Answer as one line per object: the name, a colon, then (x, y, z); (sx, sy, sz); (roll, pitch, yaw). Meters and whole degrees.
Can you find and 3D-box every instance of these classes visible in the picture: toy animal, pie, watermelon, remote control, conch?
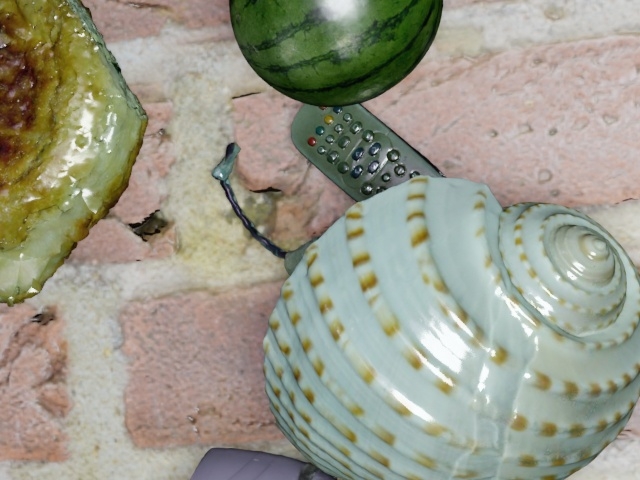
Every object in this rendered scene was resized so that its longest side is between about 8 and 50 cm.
toy animal: (-0.007, 0.006, 1.378); (0.253, 0.070, 0.079); (30, 61, 25)
pie: (-0.329, -0.119, 1.439); (0.288, 0.103, 0.355); (-30, 80, 6)
watermelon: (0.025, -0.216, 1.301); (0.214, 0.188, 0.188); (-18, 84, 20)
remote control: (0.067, -0.054, 1.363); (0.222, 0.042, 0.072); (41, 99, 13)
conch: (0.117, 0.111, 1.229); (0.303, 0.215, 0.319); (15, 112, -29)

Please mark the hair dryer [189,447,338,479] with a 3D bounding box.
hair dryer: (-0.025, 0.387, 1.366); (0.301, 0.121, 0.361); (24, 104, 5)
